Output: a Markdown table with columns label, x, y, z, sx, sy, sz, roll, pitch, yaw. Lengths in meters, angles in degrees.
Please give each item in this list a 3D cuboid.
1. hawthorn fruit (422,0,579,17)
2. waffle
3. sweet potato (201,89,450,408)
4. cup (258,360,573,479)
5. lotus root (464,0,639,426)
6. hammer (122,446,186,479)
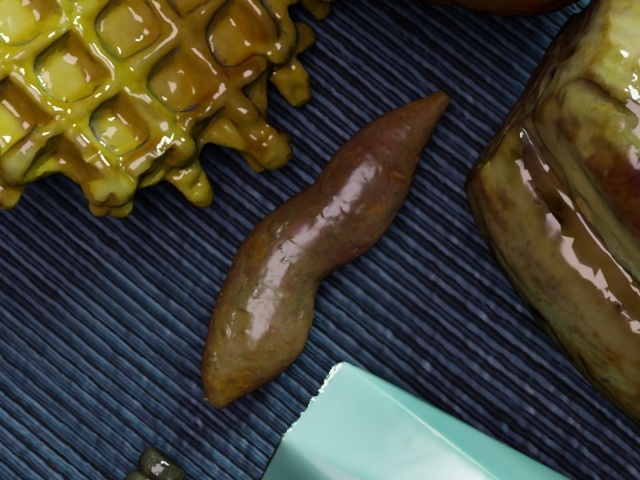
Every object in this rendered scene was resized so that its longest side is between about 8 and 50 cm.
| label | x | y | z | sx | sy | sz | roll | pitch | yaw |
| --- | --- | --- | --- | --- | --- | --- | --- | --- | --- |
| hawthorn fruit | 0.082 | -0.235 | 0.742 | 0.258 | 0.261 | 0.258 | 19 | 117 | 44 |
| waffle | -0.131 | -0.141 | 0.813 | 0.293 | 0.069 | 0.260 | 11 | 84 | -15 |
| sweet potato | -0.003 | -0.002 | 0.841 | 0.065 | 0.051 | 0.218 | 35 | 88 | 14 |
| cup | 0.081 | 0.171 | 0.775 | 0.235 | 0.134 | 0.148 | 31 | 85 | 14 |
| lotus root | 0.203 | 0.015 | 0.750 | 0.291 | 0.193 | 0.193 | 40 | 90 | 6 |
| hammer | 0.004 | 0.221 | 0.828 | 0.292 | 0.029 | 0.058 | 35 | 91 | 8 |
